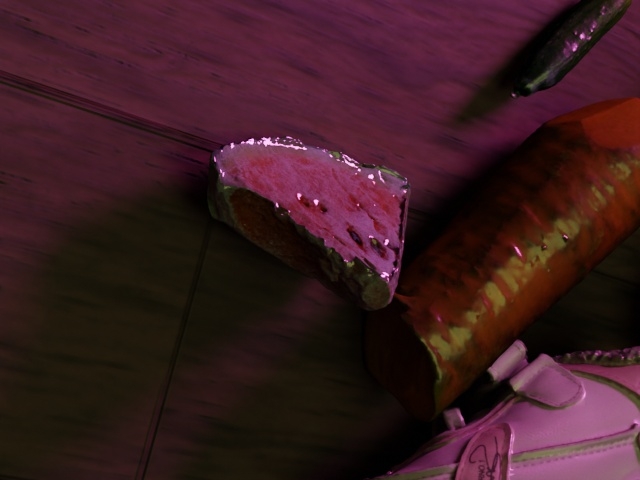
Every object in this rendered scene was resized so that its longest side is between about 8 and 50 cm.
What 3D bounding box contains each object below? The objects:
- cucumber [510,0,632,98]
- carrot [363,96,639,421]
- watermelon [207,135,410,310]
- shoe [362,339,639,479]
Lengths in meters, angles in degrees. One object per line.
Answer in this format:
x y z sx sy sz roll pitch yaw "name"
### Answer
0.194 -0.156 1.379 0.155 0.037 0.037 -44 122 -25 "cucumber"
0.151 0.002 1.328 0.302 0.114 0.114 -41 121 -23 "carrot"
0.000 0.000 1.206 0.187 0.139 0.071 7 127 -39 "watermelon"
0.155 0.180 1.341 0.351 0.172 0.198 -3 63 -20 "shoe"
